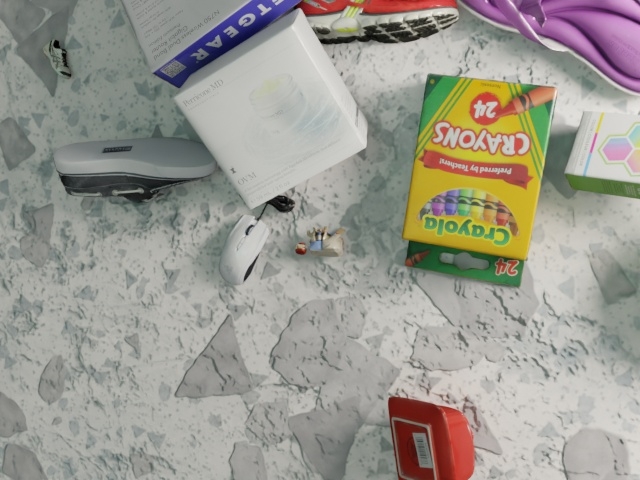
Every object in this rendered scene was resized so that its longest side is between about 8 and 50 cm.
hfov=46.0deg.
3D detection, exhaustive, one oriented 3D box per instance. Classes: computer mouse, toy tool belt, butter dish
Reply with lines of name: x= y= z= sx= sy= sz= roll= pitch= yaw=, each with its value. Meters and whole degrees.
computer mouse: x=-0.128 y=-0.006 z=1.341 sx=0.106 sy=0.042 sz=0.193 roll=27 pitch=101 yaw=13
toy tool belt: x=0.000 y=0.000 z=1.304 sx=0.083 sy=0.052 sz=0.051 roll=1 pitch=62 yaw=14
butter dish: x=0.198 y=0.329 z=1.229 sx=0.160 sy=0.118 sz=0.160 roll=-7 pitch=91 yaw=61

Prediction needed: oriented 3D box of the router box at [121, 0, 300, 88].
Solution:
router box: x=-0.186 y=-0.477 z=1.274 sx=0.335 sy=0.082 sz=0.301 roll=-32 pitch=70 yaw=16

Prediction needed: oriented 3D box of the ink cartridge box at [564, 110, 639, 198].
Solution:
ink cartridge box: x=0.475 y=-0.119 z=1.093 sx=0.209 sy=0.062 sz=0.109 roll=13 pitch=75 yaw=33

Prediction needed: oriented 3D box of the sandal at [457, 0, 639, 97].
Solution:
sandal: x=0.356 y=-0.348 z=1.106 sx=0.416 sy=0.102 sz=0.169 roll=30 pitch=128 yaw=9

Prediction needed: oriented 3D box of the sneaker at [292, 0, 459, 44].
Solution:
sneaker: x=0.085 y=-0.390 z=1.223 sx=0.279 sy=0.107 sz=0.118 roll=4 pitch=89 yaw=16

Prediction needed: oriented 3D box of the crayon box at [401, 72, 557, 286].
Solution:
crayon box: x=0.249 y=-0.093 z=1.200 sx=0.202 sy=0.081 sz=0.319 roll=9 pitch=96 yaw=16

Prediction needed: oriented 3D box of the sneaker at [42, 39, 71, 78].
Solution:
sneaker: x=-0.498 y=-0.348 z=1.439 sx=0.037 sy=0.032 sz=0.083 roll=-37 pitch=83 yaw=16

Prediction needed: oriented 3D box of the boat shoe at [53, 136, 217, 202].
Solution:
boat shoe: x=-0.331 y=-0.119 z=1.372 sx=0.301 sy=0.108 sz=0.102 roll=-1 pitch=125 yaw=5

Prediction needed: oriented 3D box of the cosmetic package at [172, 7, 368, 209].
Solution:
cosmetic package: x=-0.074 y=-0.211 z=1.219 sx=0.224 sy=0.138 sz=0.225 roll=-27 pitch=111 yaw=17
